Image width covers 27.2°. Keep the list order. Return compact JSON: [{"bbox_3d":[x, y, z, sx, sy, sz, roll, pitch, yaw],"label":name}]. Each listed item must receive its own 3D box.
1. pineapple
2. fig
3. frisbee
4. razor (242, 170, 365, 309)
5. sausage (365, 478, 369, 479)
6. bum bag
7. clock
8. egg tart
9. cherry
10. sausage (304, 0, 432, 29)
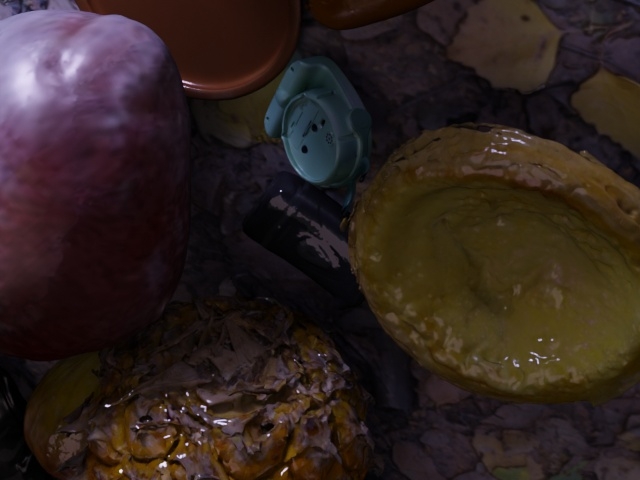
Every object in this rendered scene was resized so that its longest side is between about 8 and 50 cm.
[{"bbox_3d":[-0.107,0.223,1.371,0.352,0.352,0.300,16,127,19],"label":"pineapple"},{"bbox_3d":[-0.259,0.172,1.567,0.159,0.159,0.257,29,119,6],"label":"fig"},{"bbox_3d":[-0.128,-0.238,1.205,0.251,0.021,0.250,17,134,18],"label":"frisbee"},{"bbox_3d":[0.000,0.000,1.307,0.148,0.054,0.090,38,136,-4],"label":"razor"},{"bbox_3d":[-0.072,0.285,1.594,0.348,0.053,0.053,8,130,25],"label":"sausage"},{"bbox_3d":[-0.403,0.281,1.759,0.144,0.095,0.340,-13,125,30],"label":"bum bag"},{"bbox_3d":[0.006,-0.093,1.194,0.135,0.041,0.101,55,140,24],"label":"clock"},{"bbox_3d":[0.178,0.012,1.168,0.315,0.120,0.315,15,133,17],"label":"egg tart"},{"bbox_3d":[-0.265,-0.064,1.257,0.326,0.291,0.334,32,127,43],"label":"cherry"},{"bbox_3d":[0.059,-0.214,1.092,0.183,0.054,0.062,-11,148,34],"label":"sausage"}]
